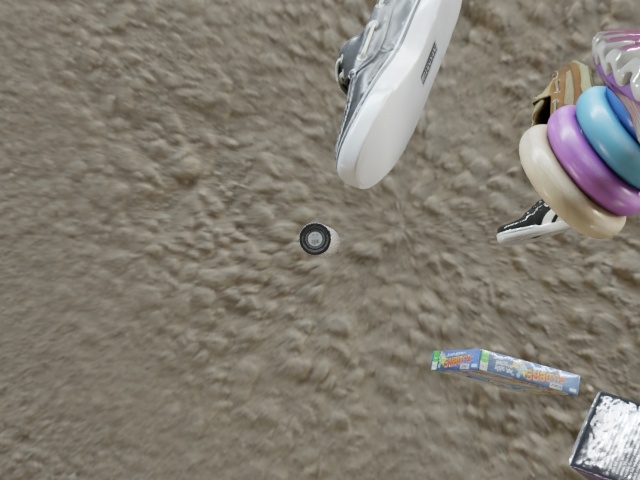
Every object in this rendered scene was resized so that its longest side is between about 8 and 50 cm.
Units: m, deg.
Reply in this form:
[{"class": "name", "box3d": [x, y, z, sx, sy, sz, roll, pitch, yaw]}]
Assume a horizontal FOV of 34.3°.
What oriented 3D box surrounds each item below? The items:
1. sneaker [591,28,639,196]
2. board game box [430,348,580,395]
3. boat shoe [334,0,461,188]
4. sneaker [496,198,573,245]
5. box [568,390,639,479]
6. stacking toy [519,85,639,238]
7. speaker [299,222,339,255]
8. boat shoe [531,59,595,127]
[{"class": "sneaker", "box3d": [0.212, -0.055, 0.582, 0.095, 0.236, 0.104, -4, 115, -1]}, {"class": "board game box", "box3d": [0.301, 0.216, 1.694, 0.201, 0.136, 0.035, 17, 76, -24]}, {"class": "boat shoe", "box3d": [0.067, -0.193, 1.192, 0.102, 0.108, 0.301, 15, 67, 22]}, {"class": "sneaker", "box3d": [0.383, -0.071, 1.727, 0.217, 0.079, 0.121, -14, 79, -6]}, {"class": "box", "box3d": [0.441, 0.285, 1.280, 0.153, 0.207, 0.108, 38, 73, -38]}, {"class": "stacking toy", "box3d": [0.351, -0.150, 0.991, 0.141, 0.141, 0.330, 48, 120, 2]}, {"class": "speaker", "box3d": [0.000, 0.000, 1.755, 0.055, 0.136, 0.055, 0, 88, 7]}, {"class": "boat shoe", "box3d": [0.437, -0.241, 1.866, 0.120, 0.324, 0.122, -9, 112, 7]}]
